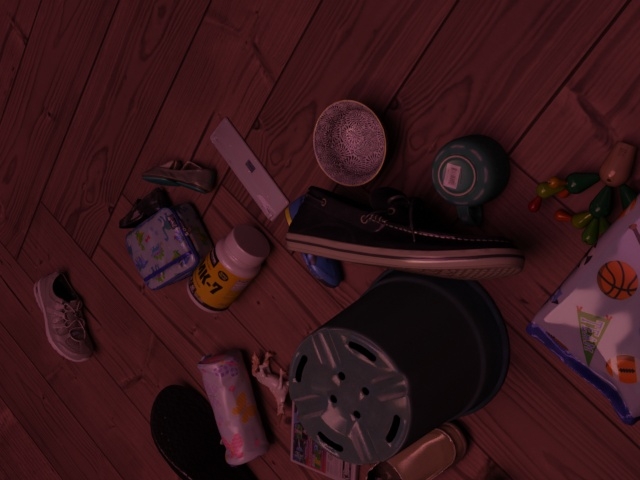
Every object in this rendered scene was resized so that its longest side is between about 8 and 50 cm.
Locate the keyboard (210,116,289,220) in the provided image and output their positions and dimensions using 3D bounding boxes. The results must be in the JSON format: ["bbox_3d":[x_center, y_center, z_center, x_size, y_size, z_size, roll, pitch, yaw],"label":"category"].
[{"bbox_3d":[-0.164,-0.163,1.763,0.072,0.014,0.256,-43,77,29],"label":"keyboard"}]

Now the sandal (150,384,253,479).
[{"bbox_3d":[-0.295,0.575,1.955,0.445,0.168,0.107,54,142,12],"label":"sandal"}]

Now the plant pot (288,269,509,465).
[{"bbox_3d":[0.136,0.237,1.454,0.341,0.334,0.341,9,107,32],"label":"plant pot"}]

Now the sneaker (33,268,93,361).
[{"bbox_3d":[-0.723,0.213,2.188,0.115,0.105,0.281,-37,79,35],"label":"sneaker"}]

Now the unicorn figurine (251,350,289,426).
[{"bbox_3d":[-0.106,0.339,1.826,0.162,0.060,0.111,42,124,38],"label":"unicorn figurine"}]

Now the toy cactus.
[{"bbox_3d":[0.472,-0.079,1.295,0.219,0.112,0.180,29,107,36],"label":"toy cactus"}]

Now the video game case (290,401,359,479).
[{"bbox_3d":[0.011,0.451,1.788,0.183,0.023,0.201,13,110,32],"label":"video game case"}]

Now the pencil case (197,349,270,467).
[{"bbox_3d":[-0.212,0.404,1.876,0.124,0.114,0.273,-10,97,56],"label":"pencil case"}]

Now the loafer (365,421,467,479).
[{"bbox_3d":[0.196,0.469,1.619,0.268,0.092,0.102,-44,76,34],"label":"loafer"}]

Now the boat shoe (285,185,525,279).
[{"bbox_3d":[0.143,-0.020,1.443,0.500,0.187,0.155,10,87,40],"label":"boat shoe"}]

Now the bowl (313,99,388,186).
[{"bbox_3d":[0.076,-0.198,1.542,0.170,0.080,0.170,9,107,32],"label":"bowl"}]

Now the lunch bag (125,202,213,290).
[{"bbox_3d":[-0.373,0.018,1.907,0.219,0.090,0.176,-26,90,37],"label":"lunch bag"}]

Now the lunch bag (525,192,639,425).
[{"bbox_3d":[0.535,0.049,1.095,0.239,0.385,0.327,48,123,21],"label":"lunch bag"}]

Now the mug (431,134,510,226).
[{"bbox_3d":[0.276,-0.114,1.413,0.129,0.097,0.157,-35,81,36],"label":"mug"}]

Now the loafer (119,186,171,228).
[{"bbox_3d":[-0.450,-0.078,1.958,0.170,0.062,0.061,-24,79,27],"label":"loafer"}]

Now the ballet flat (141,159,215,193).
[{"bbox_3d":[-0.339,-0.160,1.861,0.213,0.072,0.068,13,81,31],"label":"ballet flat"}]

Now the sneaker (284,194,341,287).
[{"bbox_3d":[0.000,0.000,1.653,0.082,0.069,0.209,-29,84,33],"label":"sneaker"}]

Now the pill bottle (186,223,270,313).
[{"bbox_3d":[-0.212,0.065,1.786,0.119,0.119,0.208,51,124,14],"label":"pill bottle"}]
